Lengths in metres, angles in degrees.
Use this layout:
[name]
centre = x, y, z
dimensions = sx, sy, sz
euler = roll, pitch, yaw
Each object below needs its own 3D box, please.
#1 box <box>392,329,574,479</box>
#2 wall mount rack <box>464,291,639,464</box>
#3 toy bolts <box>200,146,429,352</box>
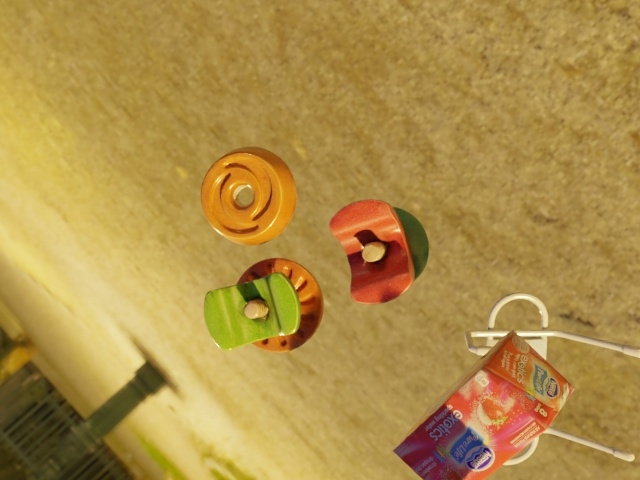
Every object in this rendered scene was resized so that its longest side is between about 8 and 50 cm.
[box]
centre = 0.241, 0.270, 1.535
dimensions = 0.128, 0.123, 0.257
euler = 43, 132, 7
[wall mount rack]
centre = 0.411, 0.276, 1.855
dimensions = 0.130, 0.304, 0.349
euler = -94, 4, -73
[toy bolts]
centre = 0.000, 0.000, 1.078
dimensions = 0.158, 0.229, 0.218
euler = -7, -95, -73
